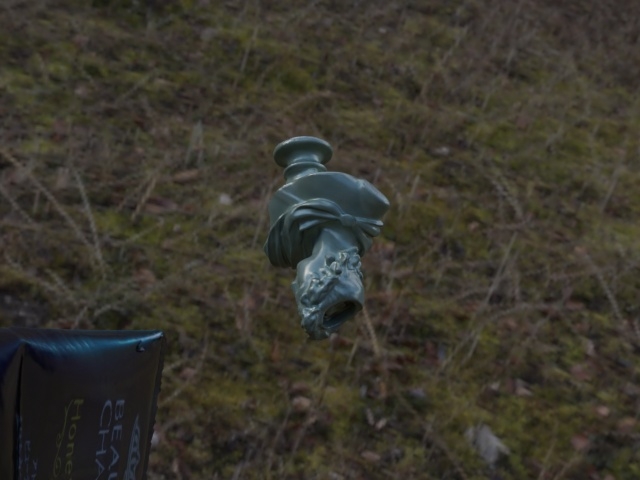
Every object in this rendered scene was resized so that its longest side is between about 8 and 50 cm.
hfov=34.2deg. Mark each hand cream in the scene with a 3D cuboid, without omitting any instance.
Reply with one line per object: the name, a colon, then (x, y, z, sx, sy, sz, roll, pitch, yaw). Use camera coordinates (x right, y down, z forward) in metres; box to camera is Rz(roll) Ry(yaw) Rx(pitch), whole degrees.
hand cream: (-0.109, 0.084, 0.382, 0.061, 0.120, 0.270, 5, -8, 9)

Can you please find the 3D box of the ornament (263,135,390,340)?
ornament: (0.000, -0.004, 0.501, 0.041, 0.068, 0.092, 22, 26, -50)
